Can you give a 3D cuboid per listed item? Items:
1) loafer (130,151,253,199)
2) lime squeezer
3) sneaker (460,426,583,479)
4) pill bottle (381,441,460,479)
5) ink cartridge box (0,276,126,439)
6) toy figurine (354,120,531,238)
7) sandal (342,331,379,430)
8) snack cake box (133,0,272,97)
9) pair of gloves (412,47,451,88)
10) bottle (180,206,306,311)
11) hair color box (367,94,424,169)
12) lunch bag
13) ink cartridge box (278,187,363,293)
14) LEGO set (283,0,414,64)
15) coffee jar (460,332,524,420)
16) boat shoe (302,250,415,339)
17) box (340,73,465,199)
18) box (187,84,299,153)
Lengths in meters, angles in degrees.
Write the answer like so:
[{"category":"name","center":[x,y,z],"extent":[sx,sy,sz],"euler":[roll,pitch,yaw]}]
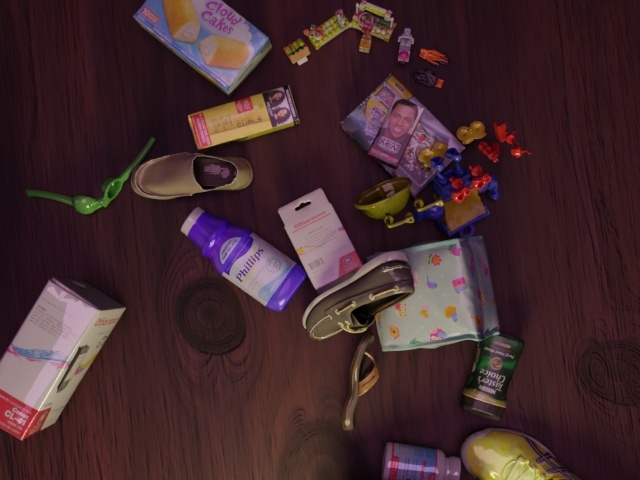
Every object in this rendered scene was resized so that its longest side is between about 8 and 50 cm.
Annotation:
[{"category":"loafer","center":[-0.284,-0.147,1.936],"extent":[0.268,0.092,0.102],"euler":[-7,86,1]},{"category":"lime squeezer","center":[-0.491,-0.121,1.970],"extent":[0.310,0.059,0.110],"euler":[-23,54,1]},{"category":"sneaker","center":[0.473,0.513,1.852],"extent":[0.384,0.147,0.145],"euler":[28,90,4]},{"category":"pill bottle","center":[0.213,0.481,1.890],"extent":[0.160,0.087,0.087],"euler":[8,87,2]},{"category":"ink cartridge box","center":[-0.559,0.239,1.855],"extent":[0.131,0.226,0.306],"euler":[32,89,3]},{"category":"toy figurine","center":[0.275,-0.065,1.866],"extent":[0.362,0.191,0.217],"euler":[-30,128,-10]},{"category":"sandal","center":[0.093,0.304,1.900],"extent":[0.060,0.090,0.219],"euler":[12,90,13]},{"category":"snack cake box","center":[-0.256,-0.458,1.956],"extent":[0.264,0.089,0.152],"euler":[38,89,3]},{"category":"pair of gloves","center":[0.247,-0.383,1.978],"extent":[0.074,0.010,0.083],"euler":[17,90,1]},{"category":"bottle","center":[-0.169,0.034,1.923],"extent":[0.283,0.092,0.118],"euler":[36,89,3]},{"category":"hair color box","center":[0.161,-0.231,1.908],"extent":[0.072,0.043,0.141],"euler":[25,87,4]},{"category":"lunch bag","center":[0.223,0.115,1.874],"extent":[0.262,0.160,0.223],"euler":[-13,87,35]},{"category":"ink cartridge box","center":[0.000,0.000,1.924],"extent":[0.115,0.067,0.198],"euler":[-26,76,0]},{"category":"LEGO set","center":[0.061,-0.457,1.938],"extent":[0.287,0.107,0.132],"euler":[1,87,1]},{"category":"coffee jar","center":[0.365,0.287,1.901],"extent":[0.096,0.079,0.184],"euler":[17,88,3]},{"category":"boat shoe","center":[0.075,0.135,1.840],"extent":[0.305,0.109,0.091],"euler":[-39,54,35]},{"category":"box","center":[0.179,-0.227,1.953],"extent":[0.159,0.044,0.233],"euler":[-44,87,-1]},{"category":"box","center":[-0.167,-0.266,1.957],"extent":[0.232,0.058,0.087],"euler":[-16,87,1]}]
